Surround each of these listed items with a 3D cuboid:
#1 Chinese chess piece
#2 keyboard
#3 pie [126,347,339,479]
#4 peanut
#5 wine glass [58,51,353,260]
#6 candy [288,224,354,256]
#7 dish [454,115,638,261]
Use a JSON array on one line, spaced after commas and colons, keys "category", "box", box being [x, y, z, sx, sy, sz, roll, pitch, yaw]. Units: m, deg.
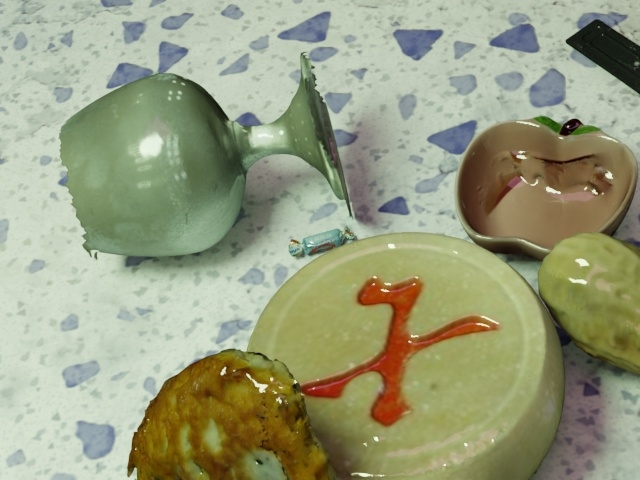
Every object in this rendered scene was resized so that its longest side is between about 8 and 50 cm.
[{"category": "Chinese chess piece", "box": [0.086, 0.147, 1.274, 0.338, 0.140, 0.338, -7, 50, 8]}, {"category": "keyboard", "box": [0.411, -0.227, 1.586, 0.061, 0.013, 0.204, -34, 51, -14]}, {"category": "pie", "box": [-0.078, 0.249, 1.165, 0.308, 0.308, 0.085, 28, 27, 31]}, {"category": "peanut", "box": [0.358, 0.093, 1.253, 0.290, 0.130, 0.130, 31, 64, 22]}, {"category": "wine glass", "box": [-0.141, -0.098, 1.484, 0.323, 0.238, 0.238, -13, 49, 6]}, {"category": "candy", "box": [0.000, 0.000, 1.496, 0.083, 0.020, 0.030, -18, 52, -3]}, {"category": "dish", "box": [0.264, -0.045, 1.423, 0.213, 0.090, 0.213, -8, 52, 10]}]
